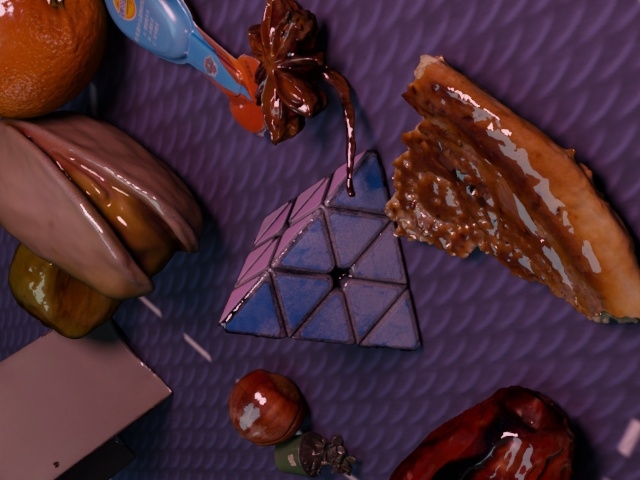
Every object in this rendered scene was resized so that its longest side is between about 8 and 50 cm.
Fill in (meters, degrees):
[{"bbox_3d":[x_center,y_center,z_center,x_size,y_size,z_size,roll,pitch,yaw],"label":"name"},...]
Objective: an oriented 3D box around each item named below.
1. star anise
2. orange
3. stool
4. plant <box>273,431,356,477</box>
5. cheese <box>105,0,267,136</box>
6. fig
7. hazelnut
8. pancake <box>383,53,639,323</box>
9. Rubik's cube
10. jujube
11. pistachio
[{"bbox_3d":[-0.012,-0.125,1.091,0.097,0.070,0.191,-22,80,52],"label":"star anise"},{"bbox_3d":[-0.310,-0.222,1.281,0.206,0.206,0.206,31,138,33],"label":"orange"},{"bbox_3d":[-0.369,0.261,1.664,0.170,0.269,0.244,47,145,11],"label":"stool"},{"bbox_3d":[-0.002,0.237,1.396,0.102,0.051,0.051,-7,112,38],"label":"plant"},{"bbox_3d":[-0.134,-0.199,1.218,0.256,0.037,0.106,41,143,19],"label":"cheese"},{"bbox_3d":[-0.306,0.036,1.535,0.154,0.144,0.166,-105,24,-46],"label":"fig"},{"bbox_3d":[-0.061,0.185,1.395,0.086,0.086,0.086,31,138,33],"label":"hazelnut"},{"bbox_3d":[0.128,-0.022,1.021,0.266,0.057,0.244,59,146,-4],"label":"pancake"},{"bbox_3d":[0.000,0.000,1.135,0.211,0.190,0.178,36,123,20],"label":"Rubik's cube"},{"bbox_3d":[0.142,0.231,1.129,0.168,0.168,0.236,40,125,23],"label":"jujube"},{"bbox_3d":[-0.250,-0.052,1.349,0.288,0.166,0.197,25,156,36],"label":"pistachio"}]
